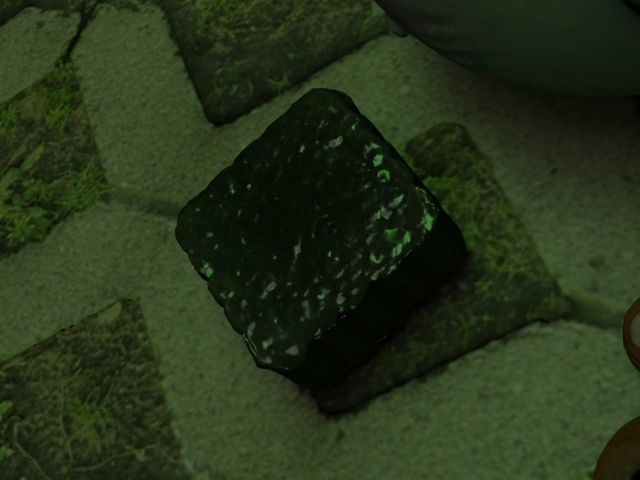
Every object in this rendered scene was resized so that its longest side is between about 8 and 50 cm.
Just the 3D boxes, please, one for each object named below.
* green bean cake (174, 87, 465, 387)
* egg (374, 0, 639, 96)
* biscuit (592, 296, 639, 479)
[{"bbox_3d":[0.000,0.000,0.898,0.183,0.094,0.185,-42,51,5],"label":"green bean cake"},{"bbox_3d":[0.157,-0.271,0.807,0.340,0.354,0.355,1,63,58],"label":"egg"},{"bbox_3d":[0.285,0.077,0.709,0.324,0.049,0.205,-50,51,1],"label":"biscuit"}]
